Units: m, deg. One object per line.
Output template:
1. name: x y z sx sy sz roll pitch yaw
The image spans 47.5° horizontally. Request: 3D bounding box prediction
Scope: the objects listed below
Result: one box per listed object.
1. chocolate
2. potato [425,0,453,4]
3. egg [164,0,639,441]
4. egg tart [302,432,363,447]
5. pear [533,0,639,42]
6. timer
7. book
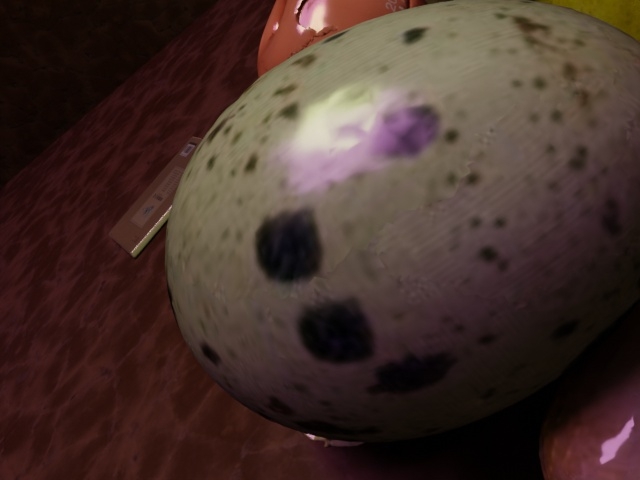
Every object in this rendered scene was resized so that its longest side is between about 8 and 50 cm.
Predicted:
1. chocolate: 0.260 0.077 0.523 0.134 0.134 0.309 7 63 55
2. potato: 0.105 -0.345 1.121 0.326 0.243 0.221 -31 29 27
3. egg: 0.063 -0.009 0.517 0.379 0.287 0.287 -17 40 29
4. egg tart: 0.080 0.086 0.754 0.315 0.120 0.315 -31 35 25
5. pear: 0.325 -0.214 0.669 0.287 0.287 0.375 -58 1 -19
6. timer: 0.033 -0.239 0.930 0.229 0.215 0.229 -49 25 34
7. book: -0.352 -0.107 1.648 0.310 0.021 0.217 -51 30 -9
